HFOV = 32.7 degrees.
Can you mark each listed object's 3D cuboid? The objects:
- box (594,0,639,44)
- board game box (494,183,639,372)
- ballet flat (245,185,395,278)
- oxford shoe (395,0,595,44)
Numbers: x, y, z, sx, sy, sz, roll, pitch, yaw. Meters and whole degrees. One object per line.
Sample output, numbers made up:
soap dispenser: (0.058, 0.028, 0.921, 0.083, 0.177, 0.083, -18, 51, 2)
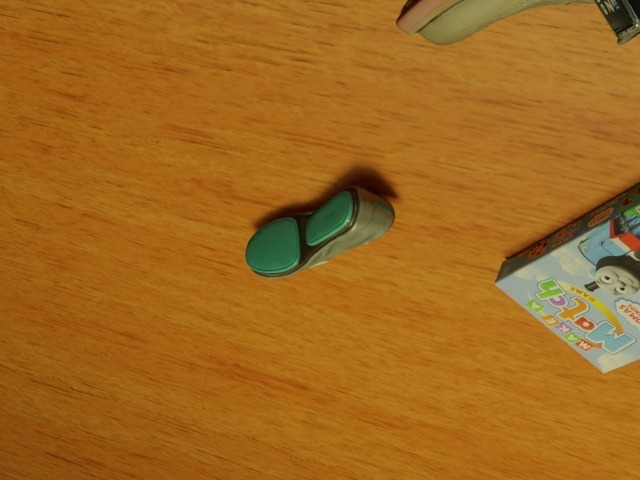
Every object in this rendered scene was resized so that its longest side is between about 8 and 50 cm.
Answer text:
box: (0.174, -0.300, 0.516, 0.257, 0.079, 0.322, -32, 91, 9)
board game box: (0.297, 0.041, 1.053, 0.160, 0.039, 0.211, 38, 143, -12)
ballet flat: (0.000, 0.000, 1.178, 0.068, 0.072, 0.213, 15, 156, -34)
oxford shoe: (0.201, -0.194, 0.737, 0.146, 0.140, 0.397, 42, 153, -19)
